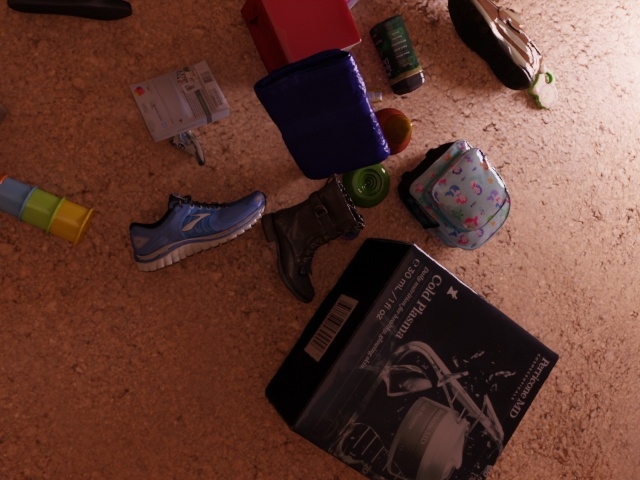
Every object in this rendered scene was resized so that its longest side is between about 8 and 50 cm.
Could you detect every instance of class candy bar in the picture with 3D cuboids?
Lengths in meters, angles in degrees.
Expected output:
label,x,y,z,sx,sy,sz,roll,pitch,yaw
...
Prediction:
label,x,y,z,sx,sy,sz,roll,pitch,yaw
candy bar,0.085,-0.359,1.567,0.161,0.018,0.040,-10,98,-15

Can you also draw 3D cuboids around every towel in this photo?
label,x,y,z,sx,sy,sz,roll,pitch,yaw
towel,0.013,-0.279,1.414,0.227,0.076,0.308,-13,138,17

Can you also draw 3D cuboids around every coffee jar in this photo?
label,x,y,z,sx,sy,sz,roll,pitch,yaw
coffee jar,0.193,-0.457,1.553,0.079,0.096,0.185,-25,98,-10

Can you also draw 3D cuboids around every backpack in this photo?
label,x,y,z,sx,sy,sz,roll,pitch,yaw
backpack,0.354,-0.105,1.573,0.225,0.191,0.253,-43,107,-11

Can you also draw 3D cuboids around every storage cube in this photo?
label,x,y,z,sx,sy,sz,roll,pitch,yaw
storage cube,-0.051,-0.495,1.440,0.214,0.183,0.193,-28,100,-14

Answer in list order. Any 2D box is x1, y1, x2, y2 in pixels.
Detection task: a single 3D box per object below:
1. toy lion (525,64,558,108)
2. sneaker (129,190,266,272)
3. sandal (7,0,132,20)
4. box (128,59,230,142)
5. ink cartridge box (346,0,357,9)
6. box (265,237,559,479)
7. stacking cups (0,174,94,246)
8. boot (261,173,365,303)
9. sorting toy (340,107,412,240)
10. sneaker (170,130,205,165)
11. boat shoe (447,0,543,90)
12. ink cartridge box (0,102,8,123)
label,x,y,z,sx,sy,sz,roll,pitch,yaw
toy lion,0.615,-0.416,1.709,0.096,0.034,0.100,22,86,-22
sneaker,-0.279,-0.051,1.421,0.329,0.129,0.147,-23,101,-13
sandal,-0.539,-0.522,1.346,0.254,0.097,0.055,1,92,-15
box,-0.319,-0.317,1.417,0.186,0.038,0.145,-23,72,-15
ink cartridge box,0.006,-0.723,1.512,0.311,0.065,0.186,42,81,-11
box,0.208,0.321,1.490,0.471,0.297,0.480,36,83,-16
stacking cups,-0.652,-0.097,1.336,0.316,0.096,0.096,28,85,-13
boot,0.000,0.000,1.474,0.228,0.091,0.263,-22,97,14
sorting toy,0.141,-0.167,1.536,0.127,0.126,0.366,27,84,-15
sneaker,-0.315,-0.228,1.449,0.058,0.052,0.135,-30,90,-8
boat shoe,0.461,-0.541,1.623,0.324,0.122,0.120,45,75,-21
ink cartridge box,-0.768,-0.306,1.241,0.234,0.193,0.088,32,83,-14
